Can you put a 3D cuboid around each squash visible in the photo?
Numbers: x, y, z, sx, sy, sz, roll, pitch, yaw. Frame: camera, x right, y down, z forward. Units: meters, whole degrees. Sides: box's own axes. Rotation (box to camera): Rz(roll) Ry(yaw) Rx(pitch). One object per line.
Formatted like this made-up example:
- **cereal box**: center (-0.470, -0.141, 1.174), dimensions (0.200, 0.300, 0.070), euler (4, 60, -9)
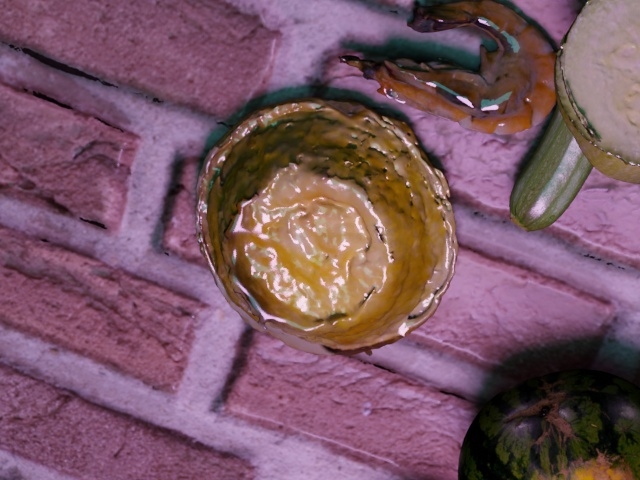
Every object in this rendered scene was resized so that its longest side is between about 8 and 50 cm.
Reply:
- **squash**: center (0.284, -0.107, 1.136), dimensions (0.077, 0.068, 0.219), euler (15, 112, -18)
- **squash**: center (0.344, -0.173, 1.050), dimensions (0.220, 0.133, 0.220), euler (0, 90, -5)

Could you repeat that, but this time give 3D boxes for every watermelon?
- **watermelon**: center (0.301, 0.283, 1.178), dimensions (0.268, 0.269, 0.269), euler (4, 110, 10)

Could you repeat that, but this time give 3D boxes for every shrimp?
- **shrimp**: center (0.154, -0.209, 1.135), dimensions (0.254, 0.059, 0.145), euler (22, 109, 3)

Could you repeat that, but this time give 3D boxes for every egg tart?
- **egg tart**: center (0.000, 0.000, 1.203), dimensions (0.345, 0.132, 0.346), euler (3, 109, 8)
